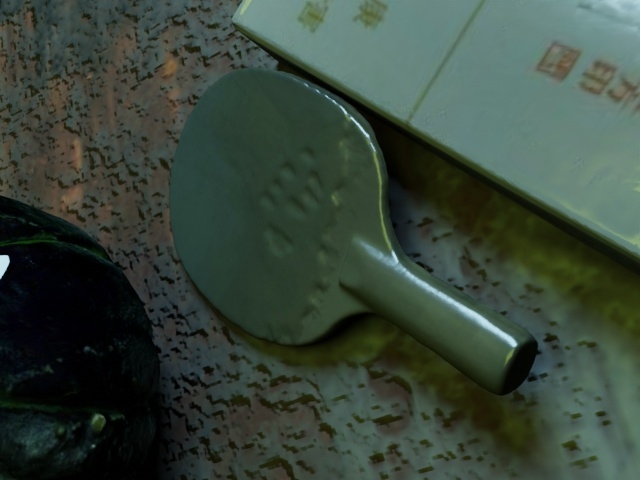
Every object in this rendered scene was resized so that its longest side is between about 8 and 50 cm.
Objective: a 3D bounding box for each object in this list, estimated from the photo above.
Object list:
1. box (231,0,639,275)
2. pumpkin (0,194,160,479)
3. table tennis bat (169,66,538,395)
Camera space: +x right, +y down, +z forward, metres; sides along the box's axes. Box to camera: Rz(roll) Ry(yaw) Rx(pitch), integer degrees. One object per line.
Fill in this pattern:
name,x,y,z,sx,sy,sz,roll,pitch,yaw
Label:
box,0.134,-0.103,0.334,0.365,0.051,0.204,38,97,36
pumpkin,-0.187,0.083,0.415,0.221,0.162,0.220,-7,77,32
table tennis bat,0.000,0.000,0.390,0.234,0.022,0.131,34,112,37
